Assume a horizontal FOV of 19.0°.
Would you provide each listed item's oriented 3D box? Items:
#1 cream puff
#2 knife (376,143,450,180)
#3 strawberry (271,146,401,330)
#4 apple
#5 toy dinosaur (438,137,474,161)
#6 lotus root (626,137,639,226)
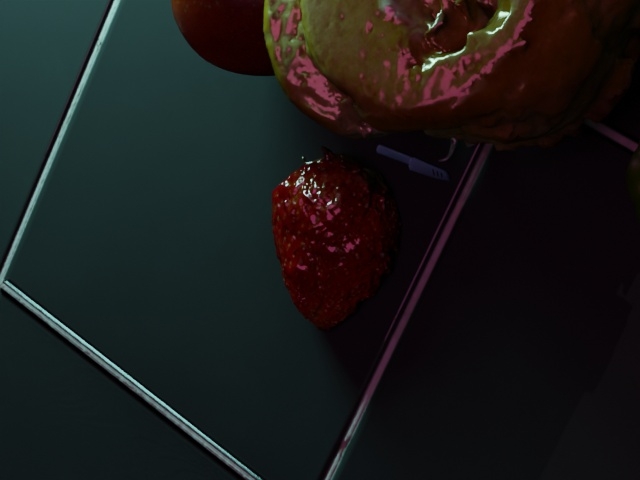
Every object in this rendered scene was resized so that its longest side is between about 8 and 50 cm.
[{"bbox_3d":[0.131,-0.219,1.723,0.343,0.231,0.327,-38,73,21],"label":"cream puff"},{"bbox_3d":[0.091,-0.075,1.882,0.091,0.005,0.014,23,100,33],"label":"knife"},{"bbox_3d":[0.000,0.000,1.909,0.146,0.082,0.187,15,102,41],"label":"strawberry"},{"bbox_3d":[-0.052,-0.248,1.886,0.168,0.181,0.181,26,103,38],"label":"apple"},{"bbox_3d":[0.135,-0.121,1.845,0.083,0.021,0.062,-33,63,25],"label":"toy dinosaur"},{"bbox_3d":[0.326,-0.051,1.620,0.186,0.186,0.186,-1,88,35],"label":"lotus root"}]
